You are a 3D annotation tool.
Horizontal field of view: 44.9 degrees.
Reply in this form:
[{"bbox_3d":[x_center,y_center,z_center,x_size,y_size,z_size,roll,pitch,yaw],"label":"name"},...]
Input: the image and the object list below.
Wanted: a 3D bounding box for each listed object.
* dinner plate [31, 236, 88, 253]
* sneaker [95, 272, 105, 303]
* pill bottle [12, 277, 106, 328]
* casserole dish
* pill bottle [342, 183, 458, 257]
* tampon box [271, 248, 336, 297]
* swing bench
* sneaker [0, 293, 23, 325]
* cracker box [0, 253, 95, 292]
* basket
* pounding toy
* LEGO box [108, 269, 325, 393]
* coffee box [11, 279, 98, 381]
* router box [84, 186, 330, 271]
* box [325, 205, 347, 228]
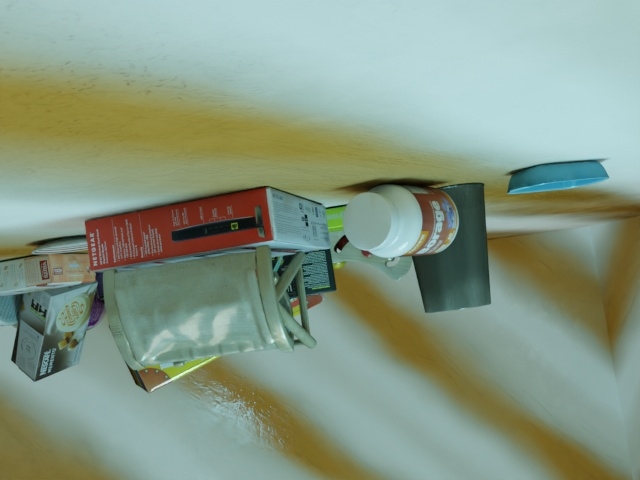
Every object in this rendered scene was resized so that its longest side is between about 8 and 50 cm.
[{"bbox_3d":[-0.450,0.007,1.404,0.141,0.017,0.141,-7,176,-1],"label":"dinner plate"},{"bbox_3d":[-0.455,0.111,2.046,0.283,0.124,0.107,-5,175,-34],"label":"sneaker"},{"bbox_3d":[-0.702,0.169,2.057,0.169,0.169,0.301,-9,176,10],"label":"pill bottle"},{"bbox_3d":[0.412,-0.111,1.353,0.188,0.037,0.114,-7,175,-24],"label":"casserole dish"},{"bbox_3d":[0.133,-0.032,1.287,0.121,0.121,0.216,-11,175,35],"label":"pill bottle"},{"bbox_3d":[-0.049,0.039,1.619,0.101,0.161,0.120,-5,175,-36],"label":"tampon box"},{"bbox_3d":[-0.161,0.110,1.207,0.253,0.165,0.254,-8,175,12],"label":"swing bench"},{"bbox_3d":[-0.795,0.134,1.735,0.127,0.126,0.321,-12,168,9],"label":"sneaker"},{"bbox_3d":[-0.622,0.076,1.646,0.232,0.067,0.155,-10,176,17],"label":"cracker box"},{"bbox_3d":[0.247,0.020,1.494,0.154,0.227,0.204,-6,176,-22],"label":"basket"},{"bbox_3d":[0.135,0.022,1.799,0.269,0.154,0.155,-8,176,7],"label":"pounding toy"},{"bbox_3d":[-0.291,0.195,2.076,0.500,0.193,0.372,-27,-178,-19],"label":"LEGO box"},{"bbox_3d":[-0.637,0.195,1.851,0.098,0.247,0.141,32,-154,24],"label":"coffee box"},{"bbox_3d":[-0.169,-0.008,1.290,0.301,0.082,0.335,-9,176,14],"label":"router box"},{"bbox_3d":[0.059,-0.044,1.512,0.178,0.043,0.109,-9,176,5],"label":"box"}]
